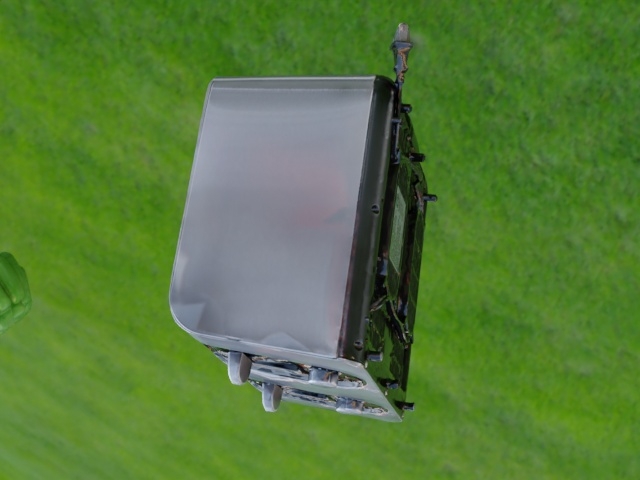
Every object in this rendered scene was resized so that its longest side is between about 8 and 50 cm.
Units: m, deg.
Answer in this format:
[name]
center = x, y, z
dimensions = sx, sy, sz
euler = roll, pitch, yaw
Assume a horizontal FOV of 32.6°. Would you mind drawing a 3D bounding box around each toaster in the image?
[toaster]
center = 0.000, 0.000, 0.616
dimensions = 0.110, 0.186, 0.168
euler = 4, 162, 13

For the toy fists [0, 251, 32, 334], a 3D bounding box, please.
[toy fists]
center = -0.402, 0.088, 1.151
dimensions = 0.142, 0.279, 0.096
euler = -43, 85, 18
